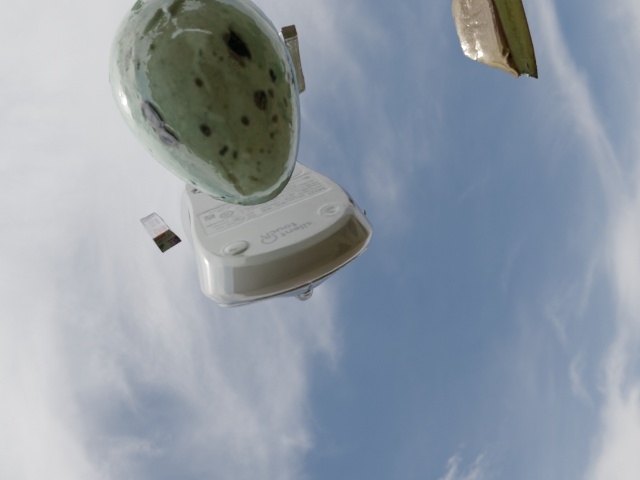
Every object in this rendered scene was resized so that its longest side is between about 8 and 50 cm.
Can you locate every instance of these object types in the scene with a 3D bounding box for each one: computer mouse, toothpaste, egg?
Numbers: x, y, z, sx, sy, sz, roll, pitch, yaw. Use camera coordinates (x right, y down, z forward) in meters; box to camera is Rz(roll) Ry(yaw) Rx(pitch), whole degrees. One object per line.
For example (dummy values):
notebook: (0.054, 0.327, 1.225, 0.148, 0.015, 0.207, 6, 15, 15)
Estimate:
computer mouse: (-0.063, -0.006, 0.580, 0.184, 0.297, 0.121, -22, -57, -18)
toothpaste: (-0.336, -0.021, 1.081, 0.047, 0.196, 0.040, -35, -65, -15)
egg: (-0.075, -0.102, 0.375, 0.131, 0.131, 0.164, -38, -81, -25)

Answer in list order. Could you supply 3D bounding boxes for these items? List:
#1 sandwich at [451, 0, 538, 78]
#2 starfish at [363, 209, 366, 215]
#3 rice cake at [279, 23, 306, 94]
sandwich: (0.311, -0.401, 0.934, 0.094, 0.096, 0.258, -14, -91, -23)
starfish: (0.000, 0.000, 1.039, 0.053, 0.176, 0.208, 44, -113, -6)
rice cake: (-0.067, -0.440, 1.271, 0.047, 0.036, 0.207, -37, -25, -12)
